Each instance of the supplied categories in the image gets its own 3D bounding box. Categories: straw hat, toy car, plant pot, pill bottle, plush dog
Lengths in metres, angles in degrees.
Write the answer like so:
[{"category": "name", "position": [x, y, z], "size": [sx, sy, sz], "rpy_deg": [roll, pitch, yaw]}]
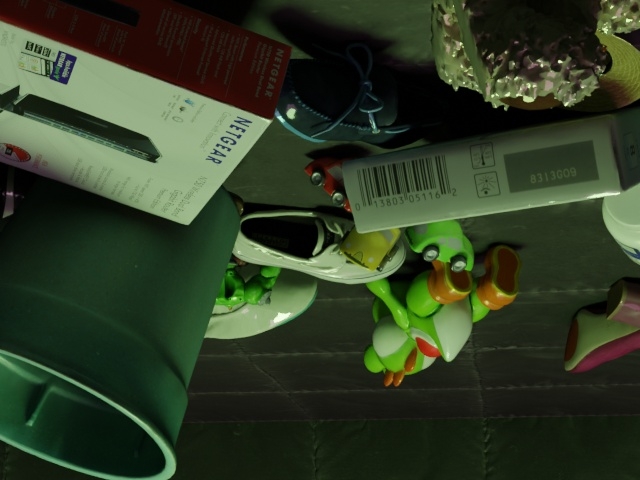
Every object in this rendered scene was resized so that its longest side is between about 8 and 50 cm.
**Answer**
[{"category": "straw hat", "position": [0.256, -0.192, 1.221], "size": [0.144, 0.061, 0.144], "rpy_deg": [12, 153, 6]}, {"category": "toy car", "position": [0.105, -0.023, 1.556], "size": [0.225, 0.239, 0.053], "rpy_deg": [19, 116, -25]}, {"category": "plant pot", "position": [-0.271, 0.067, 1.508], "size": [0.341, 0.334, 0.341], "rpy_deg": [17, 152, 9]}, {"category": "pill bottle", "position": [0.434, -0.035, 1.642], "size": [0.112, 0.112, 0.186], "rpy_deg": [-7, 163, 22]}, {"category": "plush dog", "position": [0.204, -0.226, 0.985], "size": [0.225, 0.211, 0.262], "rpy_deg": [-13, -168, -3]}]

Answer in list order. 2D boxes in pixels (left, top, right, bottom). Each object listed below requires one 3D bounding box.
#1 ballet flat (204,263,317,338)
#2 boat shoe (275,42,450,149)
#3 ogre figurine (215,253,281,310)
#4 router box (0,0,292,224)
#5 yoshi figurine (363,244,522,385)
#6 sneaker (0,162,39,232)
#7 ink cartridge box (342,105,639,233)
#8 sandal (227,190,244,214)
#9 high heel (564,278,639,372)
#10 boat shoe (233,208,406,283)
[{"category": "ballet flat", "position": [-0.194, 0.093, 2.092], "size": [0.400, 0.139, 0.139], "rpy_deg": [-11, 160, 35]}, {"category": "boat shoe", "position": [0.044, -0.158, 1.310], "size": [0.089, 0.109, 0.258], "rpy_deg": [-19, 172, 35]}, {"category": "ogre figurine", "position": [-0.147, 0.044, 1.911], "size": [0.197, 0.118, 0.097], "rpy_deg": [5, 163, -12]}, {"category": "router box", "position": [-0.222, -0.145, 1.235], "size": [0.301, 0.082, 0.335], "rpy_deg": [19, 159, -13]}, {"category": "yoshi figurine", "position": [0.176, 0.098, 2.088], "size": [0.203, 0.203, 0.362], "rpy_deg": [-37, 173, -39]}, {"category": "sneaker", "position": [-0.447, -0.055, 1.679], "size": [0.121, 0.079, 0.217], "rpy_deg": [12, 152, -23]}, {"category": "ink cartridge box", "position": [0.247, -0.098, 1.461], "size": [0.308, 0.091, 0.385], "rpy_deg": [-9, -174, 29]}, {"category": "sandal", "position": [-0.183, -0.065, 1.671], "size": [0.090, 0.060, 0.219], "rpy_deg": [20, 170, -34]}, {"category": "high heel", "position": [0.581, 0.181, 2.316], "size": [0.181, 0.127, 0.377], "rpy_deg": [13, 159, -4]}, {"category": "boat shoe", "position": [0.000, 0.000, 1.820], "size": [0.267, 0.096, 0.088], "rpy_deg": [11, 166, -8]}]
